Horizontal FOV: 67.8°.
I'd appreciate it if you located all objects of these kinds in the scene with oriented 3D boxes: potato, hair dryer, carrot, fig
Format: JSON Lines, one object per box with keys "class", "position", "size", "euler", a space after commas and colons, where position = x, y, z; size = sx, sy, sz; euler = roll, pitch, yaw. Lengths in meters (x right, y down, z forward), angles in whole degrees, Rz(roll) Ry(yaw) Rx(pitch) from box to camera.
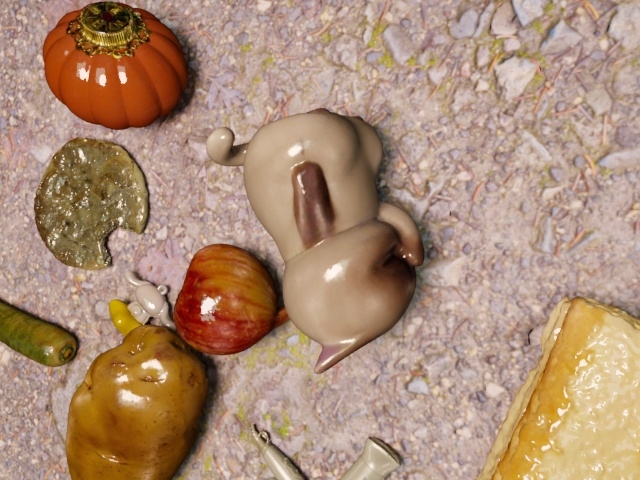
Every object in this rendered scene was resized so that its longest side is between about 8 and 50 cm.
{"class": "potato", "position": [-0.318, 0.321, 0.803], "size": [0.176, 0.196, 0.368], "euler": [37, 111, 46]}
{"class": "hair dryer", "position": [-0.020, 0.367, 0.785], "size": [0.237, 0.075, 0.206], "euler": [34, 92, 21]}
{"class": "carrot", "position": [-0.634, 0.153, 0.938], "size": [0.359, 0.074, 0.074], "euler": [21, 96, 15]}
{"class": "fig", "position": [-0.123, 0.107, 0.764], "size": [0.207, 0.175, 0.175], "euler": [22, 96, -13]}

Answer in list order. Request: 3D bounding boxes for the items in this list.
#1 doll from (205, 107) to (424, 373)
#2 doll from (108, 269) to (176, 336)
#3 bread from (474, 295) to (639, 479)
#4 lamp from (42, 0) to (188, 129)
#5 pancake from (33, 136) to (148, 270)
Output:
{"class": "doll", "position": [0.016, -0.026, 0.688], "size": [0.226, 0.215, 0.370], "euler": [-29, 84, 18]}
{"class": "doll", "position": [-0.326, 0.116, 0.858], "size": [0.113, 0.071, 0.135], "euler": [-20, 80, 6]}
{"class": "bread", "position": [0.364, 0.280, 0.617], "size": [0.237, 0.165, 0.375], "euler": [22, 94, 12]}
{"class": "lamp", "position": [-0.334, -0.287, 0.790], "size": [0.224, 0.196, 0.223], "euler": [5, 61, -9]}
{"class": "pancake", "position": [-0.435, -0.073, 0.900], "size": [0.254, 0.037, 0.253], "euler": [0, 89, 15]}
